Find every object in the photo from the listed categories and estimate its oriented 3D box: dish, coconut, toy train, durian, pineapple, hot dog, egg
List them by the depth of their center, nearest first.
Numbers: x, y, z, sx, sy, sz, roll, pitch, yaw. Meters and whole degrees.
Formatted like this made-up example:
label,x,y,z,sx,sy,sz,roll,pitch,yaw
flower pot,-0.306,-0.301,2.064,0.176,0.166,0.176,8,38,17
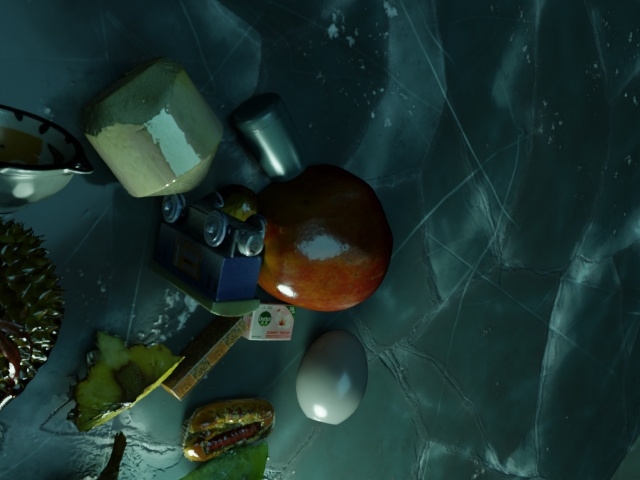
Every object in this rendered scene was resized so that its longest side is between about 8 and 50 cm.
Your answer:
label,x,y,z,sx,sy,sz,roll,pitch,yaw
durian,-0.589,0.131,1.065,0.384,0.348,0.347,-62,141,-62
dish,-0.537,-0.127,1.121,0.303,0.303,0.120,4,118,-39
coconut,-0.305,-0.198,1.299,0.239,0.239,0.244,-45,118,-23
toy train,-0.228,0.016,1.363,0.131,0.300,0.201,2,105,-41
pineapple,-0.432,0.281,1.393,0.164,0.140,0.250,43,48,6
hot dog,-0.213,0.435,1.602,0.253,0.069,0.131,-5,102,-39
durian,-0.218,0.565,1.604,0.250,0.101,0.139,-8,104,-37
egg,0.031,0.336,1.708,0.176,0.176,0.231,26,75,-39

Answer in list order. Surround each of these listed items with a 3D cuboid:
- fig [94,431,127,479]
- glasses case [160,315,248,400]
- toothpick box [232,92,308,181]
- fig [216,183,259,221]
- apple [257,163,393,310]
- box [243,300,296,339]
label,x,y,z,sx,sy,sz,roll,pitch,yaw
fig,-0.462,0.554,1.353,0.286,0.286,0.368,35,45,-38
glasses case,-0.259,0.254,1.524,0.218,0.075,0.049,-46,126,-22
toothpick box,-0.104,-0.224,1.523,0.120,0.120,0.184,-46,127,-22
fig,-0.192,-0.047,1.500,0.109,0.103,0.154,-22,133,-80
apple,0.000,0.000,1.649,0.365,0.295,0.328,-7,61,-36
box,-0.124,0.191,1.639,0.125,0.043,0.089,6,95,-39
